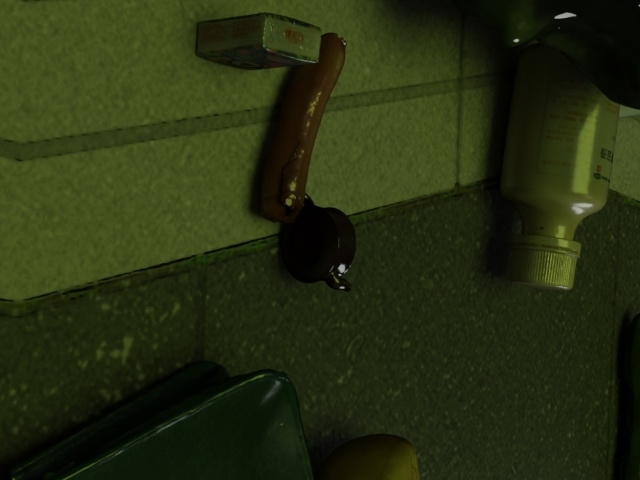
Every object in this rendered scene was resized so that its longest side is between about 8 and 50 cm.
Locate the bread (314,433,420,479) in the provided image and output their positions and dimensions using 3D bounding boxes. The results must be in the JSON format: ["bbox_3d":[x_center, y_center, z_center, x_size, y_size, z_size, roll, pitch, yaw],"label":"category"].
[{"bbox_3d":[0.045,0.282,0.987,0.147,0.098,0.217,-44,128,-59],"label":"bread"}]

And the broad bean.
[{"bbox_3d":[0.404,0.211,1.392,0.065,0.046,0.254,3,92,-33],"label":"broad bean"}]

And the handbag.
[{"bbox_3d":[-0.101,0.273,0.851,0.238,0.089,0.326,-24,111,-42],"label":"handbag"}]

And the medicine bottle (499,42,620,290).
[{"bbox_3d":[0.247,-0.075,1.158,0.114,0.114,0.252,13,84,-46],"label":"medicine bottle"}]

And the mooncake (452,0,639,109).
[{"bbox_3d":[0.254,-0.300,1.036,0.351,0.187,0.351,16,56,-25],"label":"mooncake"}]

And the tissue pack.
[{"bbox_3d":[-0.048,-0.156,0.870,0.063,0.083,0.035,8,86,-46],"label":"tissue pack"}]

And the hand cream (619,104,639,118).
[{"bbox_3d":[0.361,-0.201,1.300,0.248,0.083,0.133,-7,96,-36],"label":"hand cream"}]

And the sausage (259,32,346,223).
[{"bbox_3d":[-0.014,-0.098,0.940,0.047,0.040,0.176,24,72,-29],"label":"sausage"}]

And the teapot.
[{"bbox_3d":[0.000,0.000,0.949,0.045,0.068,0.100,2,58,-49],"label":"teapot"}]
